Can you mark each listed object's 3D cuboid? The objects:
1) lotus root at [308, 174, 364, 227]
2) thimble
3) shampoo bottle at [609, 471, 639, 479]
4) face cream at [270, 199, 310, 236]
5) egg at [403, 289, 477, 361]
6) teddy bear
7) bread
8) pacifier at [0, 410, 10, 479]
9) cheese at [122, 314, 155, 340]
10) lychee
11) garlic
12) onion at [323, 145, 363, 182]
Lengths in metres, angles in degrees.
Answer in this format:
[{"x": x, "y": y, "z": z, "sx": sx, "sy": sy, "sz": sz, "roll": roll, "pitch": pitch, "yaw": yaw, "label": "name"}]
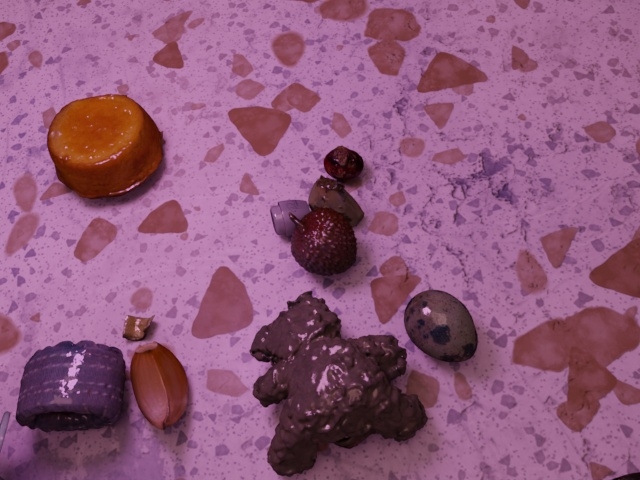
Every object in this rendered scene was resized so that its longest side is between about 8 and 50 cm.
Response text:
[{"x": 0.025, "y": -0.095, "z": 1.662, "sx": 0.143, "sy": 0.144, "sz": 0.070, "roll": 26, "pitch": 71, "yaw": 27, "label": "lotus root"}, {"x": -0.558, "y": 0.331, "z": 1.506, "sx": 0.236, "sy": 0.205, "sz": 0.172, "roll": -21, "pitch": 54, "yaw": 26, "label": "thimble"}, {"x": 0.579, "y": 0.468, "z": 1.237, "sx": 0.068, "sy": 0.236, "sz": 0.067, "roll": -13, "pitch": 64, "yaw": 0, "label": "shampoo bottle"}, {"x": -0.074, "y": -0.059, "z": 1.682, "sx": 0.095, "sy": 0.091, "sz": 0.091, "roll": -13, "pitch": 62, "yaw": -8, "label": "face cream"}, {"x": 0.269, "y": 0.191, "z": 1.477, "sx": 0.141, "sy": 0.141, "sz": 0.181, "roll": -41, "pitch": 73, "yaw": -12, "label": "egg"}, {"x": 0.012, "y": 0.285, "z": 1.463, "sx": 0.357, "sy": 0.224, "sz": 0.367, "roll": -20, "pitch": 48, "yaw": 0, "label": "teddy bear"}, {"x": -0.589, "y": -0.256, "z": 1.812, "sx": 0.312, "sy": 0.172, "sz": 0.312, "roll": -3, "pitch": 61, "yaw": 5, "label": "bread"}, {"x": -0.665, "y": 0.535, "z": 1.424, "sx": 0.269, "sy": 0.288, "sz": 0.343, "roll": 20, "pitch": 101, "yaw": -23, "label": "pacifier"}, {"x": -0.437, "y": 0.211, "z": 1.630, "sx": 0.084, "sy": 0.041, "sz": 0.060, "roll": -11, "pitch": 54, "yaw": 20, "label": "cheese"}, {"x": 0.000, "y": 0.000, "z": 1.596, "sx": 0.197, "sy": 0.165, "sz": 0.165, "roll": 33, "pitch": 66, "yaw": -23, "label": "lychee"}, {"x": -0.358, "y": 0.339, "z": 1.518, "sx": 0.115, "sy": 0.128, "sz": 0.206, "roll": 0, "pitch": 57, "yaw": -42, "label": "garlic"}, {"x": 0.059, "y": -0.196, "z": 1.733, "sx": 0.107, "sy": 0.097, "sz": 0.107, "roll": 8, "pitch": 28, "yaw": -4, "label": "onion"}]
